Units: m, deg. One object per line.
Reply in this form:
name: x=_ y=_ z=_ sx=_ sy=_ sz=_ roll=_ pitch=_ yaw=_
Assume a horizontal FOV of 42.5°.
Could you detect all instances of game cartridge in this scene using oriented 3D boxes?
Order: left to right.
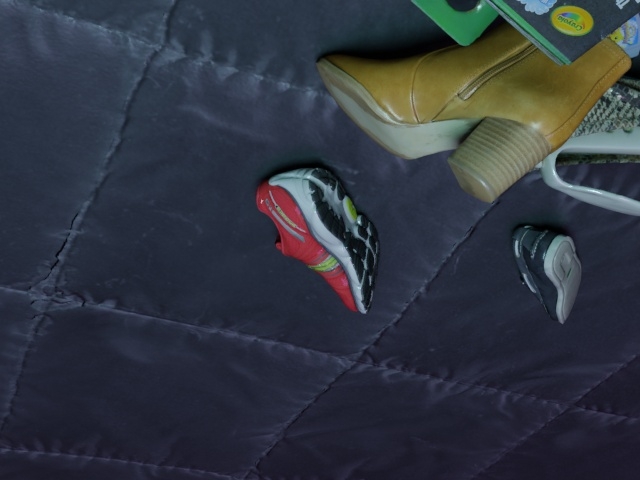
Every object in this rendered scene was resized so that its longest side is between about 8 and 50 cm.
game cartridge: x=0.334 y=-0.234 z=0.930 sx=0.056 sy=0.017 sz=0.083 roll=-20 pitch=138 yaw=11

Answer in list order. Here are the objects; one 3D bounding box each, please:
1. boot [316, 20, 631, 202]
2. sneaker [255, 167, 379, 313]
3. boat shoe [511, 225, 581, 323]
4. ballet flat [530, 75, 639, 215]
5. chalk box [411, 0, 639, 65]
boot: x=0.153 y=-0.179 z=0.871 sx=0.211 sy=0.295 sz=0.104 roll=-46 pitch=143 yaw=-8
sneaker: x=0.000 y=0.000 z=1.121 sx=0.118 sy=0.107 sz=0.279 roll=-3 pitch=140 yaw=26
boat shoe: x=0.341 y=0.051 z=1.233 sx=0.079 sy=0.084 sz=0.233 roll=18 pitch=160 yaw=33
ballet flat: x=0.409 y=-0.111 z=0.951 sx=0.483 sy=0.182 sz=0.164 roll=-1 pitch=163 yaw=-7
chalk box: x=0.207 y=-0.296 z=0.722 sx=0.180 sy=0.179 sz=0.289 roll=29 pitch=130 yaw=-35
